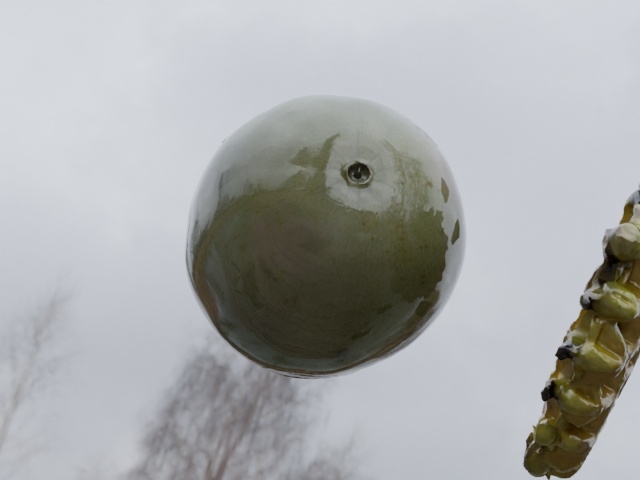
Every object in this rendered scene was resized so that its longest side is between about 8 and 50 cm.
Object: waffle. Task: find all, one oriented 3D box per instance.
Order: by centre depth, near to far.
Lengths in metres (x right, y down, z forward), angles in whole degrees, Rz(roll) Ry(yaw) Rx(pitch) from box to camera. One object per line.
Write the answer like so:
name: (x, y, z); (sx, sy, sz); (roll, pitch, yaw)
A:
waffle: (0.256, 0.073, 1.074); (0.062, 0.329, 0.329); (23, -22, 17)

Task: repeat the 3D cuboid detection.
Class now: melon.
melon: (0.000, 0.000, 1.196); (0.268, 0.268, 0.330); (18, -22, -3)
